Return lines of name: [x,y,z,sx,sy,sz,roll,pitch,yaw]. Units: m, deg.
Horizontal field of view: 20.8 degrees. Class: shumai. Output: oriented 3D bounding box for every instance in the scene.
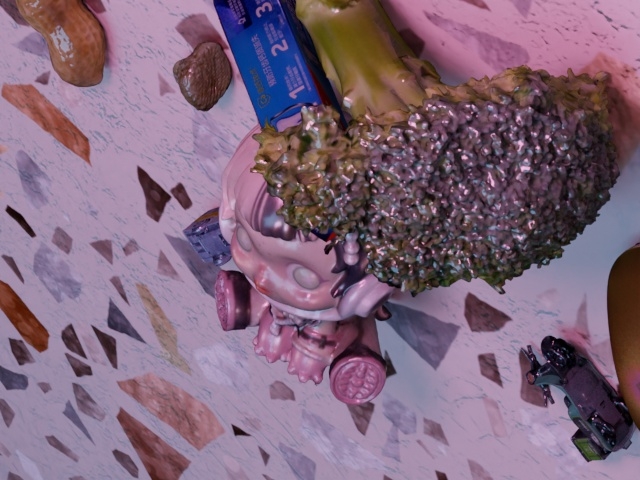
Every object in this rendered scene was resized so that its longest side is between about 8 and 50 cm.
shumai: [-0.155,-0.202,2.120,0.080,0.082,0.083,11,111,41]

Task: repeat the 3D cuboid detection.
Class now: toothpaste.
toothpaste: [-0.028,-0.150,1.872,0.066,0.076,0.320,36,-152,-55]

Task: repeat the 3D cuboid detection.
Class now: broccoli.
broccoli: [0.134,-0.122,1.766,0.353,0.397,0.275,37,110,-19]

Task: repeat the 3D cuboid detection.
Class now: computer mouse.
computer mouse: [0.398,0.138,1.884,0.158,0.072,0.310,11,132,38]

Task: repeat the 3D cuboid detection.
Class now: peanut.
peanut: [-0.331,-0.276,2.217,0.089,0.089,0.192,3,127,45]

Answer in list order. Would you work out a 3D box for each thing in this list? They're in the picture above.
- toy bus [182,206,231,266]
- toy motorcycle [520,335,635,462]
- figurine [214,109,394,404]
toy bus: [-0.103,-0.016,2.246,0.190,0.075,0.064,-16,111,53]
toy motorcycle: [0.300,0.182,2.042,0.173,0.058,0.100,52,151,-12]
figurine: [-0.009,-0.003,2.039,0.253,0.211,0.361,18,140,16]
